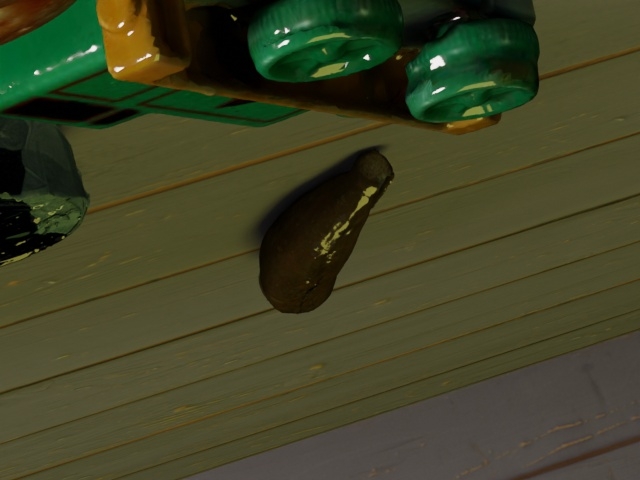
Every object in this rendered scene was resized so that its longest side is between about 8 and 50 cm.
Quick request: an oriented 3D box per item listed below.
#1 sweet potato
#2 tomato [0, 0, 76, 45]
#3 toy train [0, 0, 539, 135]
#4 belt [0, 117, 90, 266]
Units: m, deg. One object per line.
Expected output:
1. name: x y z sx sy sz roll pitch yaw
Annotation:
1. sweet potato: -0.006 -0.004 1.740 0.112 0.085 0.286 -51 173 -35
2. tomato: -0.200 -0.162 0.623 0.270 0.223 0.270 -21 -174 2
3. toy train: -0.035 -0.145 0.999 0.249 0.178 0.429 -17 168 33
4. belt: -0.268 -0.032 1.281 0.198 0.078 0.151 -9 158 -28
